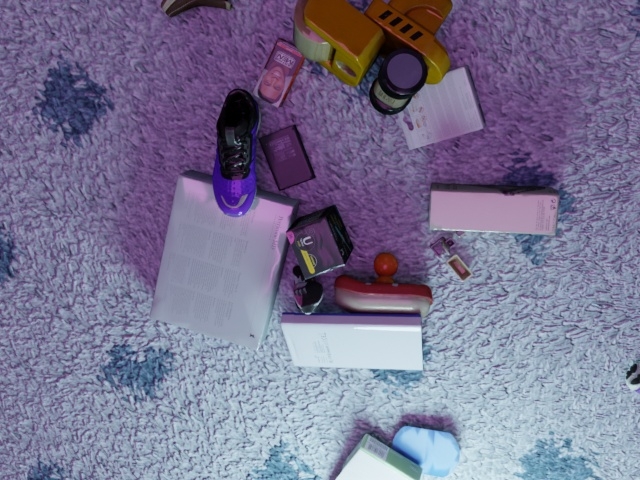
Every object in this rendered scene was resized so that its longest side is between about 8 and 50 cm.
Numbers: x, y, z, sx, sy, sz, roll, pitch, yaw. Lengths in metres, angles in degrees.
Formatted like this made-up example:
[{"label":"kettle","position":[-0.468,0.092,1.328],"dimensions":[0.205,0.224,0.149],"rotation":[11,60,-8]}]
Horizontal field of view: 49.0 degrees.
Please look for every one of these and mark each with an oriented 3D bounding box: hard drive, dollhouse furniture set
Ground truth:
[{"label":"hard drive","position":[-0.079,-0.194,1.656],"dimensions":[0.094,0.022,0.135],"rotation":[-19,99,13]},{"label":"dollhouse furniture set","position":[0.322,0.039,1.615],"dimensions":[0.091,0.081,0.114],"rotation":[-39,95,16]},{"label":"hard drive","position":[0.081,0.241,1.668],"dimensions":[0.319,0.040,0.210],"rotation":[0,142,10]}]

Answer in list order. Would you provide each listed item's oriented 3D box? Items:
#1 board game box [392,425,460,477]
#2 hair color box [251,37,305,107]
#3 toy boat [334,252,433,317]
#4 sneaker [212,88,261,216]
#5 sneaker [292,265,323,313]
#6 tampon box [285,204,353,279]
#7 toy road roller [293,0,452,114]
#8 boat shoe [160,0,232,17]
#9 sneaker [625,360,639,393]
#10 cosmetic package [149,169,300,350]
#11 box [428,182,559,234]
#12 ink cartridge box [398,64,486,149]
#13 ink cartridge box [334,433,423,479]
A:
[{"label":"board game box","position":[0.267,0.525,1.771],"dimensions":[0.169,0.033,0.133],"rotation":[6,110,13]},{"label":"hair color box","position":[-0.093,-0.382,1.602],"dimensions":[0.072,0.043,0.141],"rotation":[28,107,1]},{"label":"toy boat","position":[0.148,0.102,1.648],"dimensions":[0.231,0.151,0.151],"rotation":[2,73,8]},{"label":"sneaker","position":[-0.194,-0.203,1.557],"dimensions":[0.102,0.146,0.293],"rotation":[2,79,1]},{"label":"sneaker","position":[-0.031,0.130,1.656],"dimensions":[0.072,0.178,0.077],"rotation":[0,115,-2]},{"label":"tampon box","position":[0.000,0.000,1.619],"dimensions":[0.102,0.161,0.120],"rotation":[-21,99,14]},{"label":"toy road roller","position":[0.125,-0.439,1.471],"dimensions":[0.330,0.202,0.240],"rotation":[35,86,-1]},{"label":"boat shoe","position":[-0.231,-0.553,1.560],"dimensions":[0.258,0.095,0.095],"rotation":[-27,104,14]},{"label":"sneaker","position":[0.783,0.288,1.620],"dimensions":[0.170,0.068,0.071],"rotation":[-43,120,14]},{"label":"cosmetic package","position":[-0.234,0.048,1.703],"dimensions":[0.285,0.097,0.376],"rotation":[17,105,7]},{"label":"box","position":[0.381,-0.073,1.565],"dimensions":[0.275,0.113,0.094],"rotation":[3,103,8]},{"label":"ink cartridge box","position":[0.266,-0.296,1.576],"dimensions":[0.179,0.045,0.145],"rotation":[-13,102,31]},{"label":"ink cartridge box","position":[0.131,0.621,1.805],"dimensions":[0.171,0.056,0.235],"rotation":[31,126,1]}]
